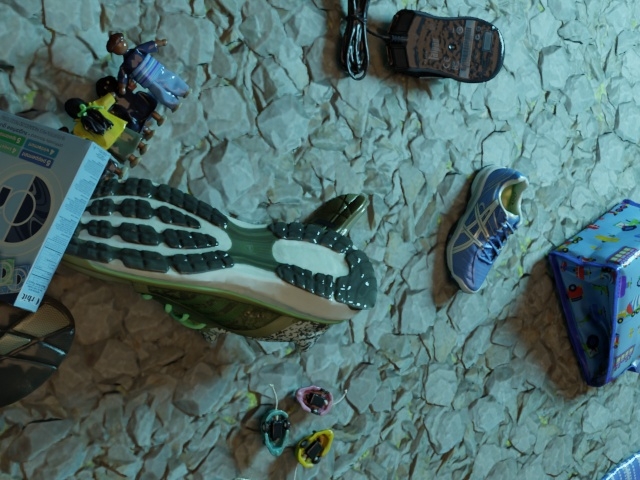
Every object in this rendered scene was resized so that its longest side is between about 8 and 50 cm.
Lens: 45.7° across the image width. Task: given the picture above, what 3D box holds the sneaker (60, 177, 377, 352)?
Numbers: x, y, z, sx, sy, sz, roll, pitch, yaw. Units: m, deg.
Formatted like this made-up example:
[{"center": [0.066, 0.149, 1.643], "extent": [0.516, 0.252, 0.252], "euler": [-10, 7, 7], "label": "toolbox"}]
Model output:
[{"center": [-0.145, 0.061, 0.915], "extent": [0.410, 0.158, 0.182], "euler": [16, 126, -16], "label": "sneaker"}]

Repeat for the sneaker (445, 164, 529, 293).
[{"center": [0.259, -0.019, 1.178], "extent": [0.080, 0.081, 0.211], "euler": [18, 86, -31], "label": "sneaker"}]

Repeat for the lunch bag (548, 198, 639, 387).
[{"center": [0.543, 0.110, 1.334], "extent": [0.221, 0.138, 0.293], "euler": [-30, 117, -27], "label": "lunch bag"}]

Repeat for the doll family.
[{"center": [-0.240, -0.156, 0.894], "extent": [0.111, 0.076, 0.193], "euler": [39, 70, -21], "label": "doll family"}]

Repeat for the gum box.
[{"center": [-0.331, -0.037, 0.807], "extent": [0.184, 0.157, 0.041], "euler": [-67, 160, -10], "label": "gum box"}]

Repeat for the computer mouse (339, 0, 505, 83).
[{"center": [0.146, -0.323, 1.108], "extent": [0.262, 0.060, 0.184], "euler": [-2, 99, -18], "label": "computer mouse"}]

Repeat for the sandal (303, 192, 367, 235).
[{"center": [0.000, 0.000, 1.048], "extent": [0.180, 0.072, 0.049], "euler": [-40, 133, -26], "label": "sandal"}]

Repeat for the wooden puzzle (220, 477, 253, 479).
[{"center": [-0.081, 0.350, 1.019], "extent": [0.116, 0.078, 0.014], "euler": [18, 112, -36], "label": "wooden puzzle"}]

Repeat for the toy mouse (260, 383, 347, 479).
[{"center": [-0.036, 0.245, 1.058], "extent": [0.161, 0.031, 0.143], "euler": [-47, 114, -19], "label": "toy mouse"}]

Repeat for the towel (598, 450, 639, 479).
[{"center": [0.535, 0.558, 1.400], "extent": [0.336, 0.040, 0.243], "euler": [-25, 105, -26], "label": "towel"}]

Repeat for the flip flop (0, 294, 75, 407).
[{"center": [-0.393, 0.157, 0.830], "extent": [0.277, 0.080, 0.112], "euler": [-45, 119, -3], "label": "flip flop"}]
